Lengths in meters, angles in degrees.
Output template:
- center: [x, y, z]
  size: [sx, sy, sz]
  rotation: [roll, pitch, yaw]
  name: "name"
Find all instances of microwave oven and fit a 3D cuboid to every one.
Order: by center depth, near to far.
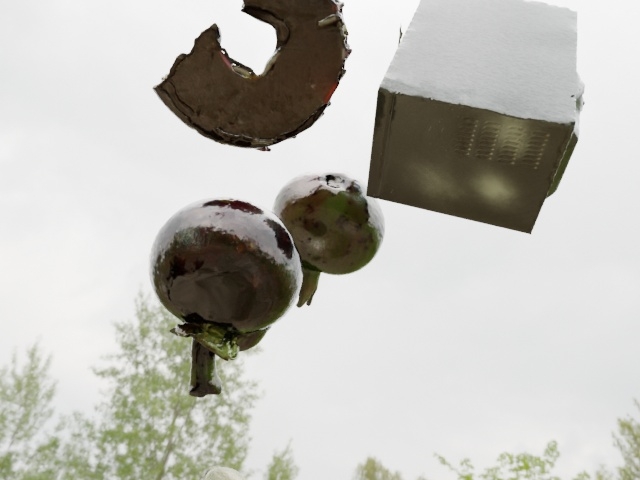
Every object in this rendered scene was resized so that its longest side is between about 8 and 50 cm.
- center: [0.303, -0.265, 1.073]
  size: [0.374, 0.432, 0.236]
  rotation: [14, -42, 10]
  name: "microwave oven"

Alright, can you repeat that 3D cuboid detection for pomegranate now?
- center: [0.017, 0.002, 1.204]
  size: [0.242, 0.242, 0.306]
  rotation: [5, -72, 12]
  name: "pomegranate"

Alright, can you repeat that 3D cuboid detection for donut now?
- center: [-0.092, -0.311, 0.978]
  size: [0.259, 0.136, 0.345]
  rotation: [35, -84, -18]
  name: "donut"

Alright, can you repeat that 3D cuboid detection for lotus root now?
- center: [-0.203, 0.543, 1.220]
  size: [0.183, 0.090, 0.077]
  rotation: [18, -69, 50]
  name: "lotus root"

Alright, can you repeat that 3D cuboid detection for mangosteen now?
- center: [-0.142, 0.080, 0.822]
  size: [0.231, 0.289, 0.231]
  rotation: [6, -22, 2]
  name: "mangosteen"
